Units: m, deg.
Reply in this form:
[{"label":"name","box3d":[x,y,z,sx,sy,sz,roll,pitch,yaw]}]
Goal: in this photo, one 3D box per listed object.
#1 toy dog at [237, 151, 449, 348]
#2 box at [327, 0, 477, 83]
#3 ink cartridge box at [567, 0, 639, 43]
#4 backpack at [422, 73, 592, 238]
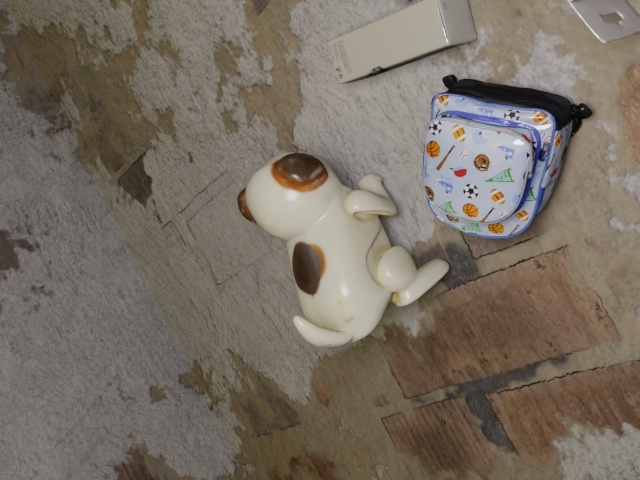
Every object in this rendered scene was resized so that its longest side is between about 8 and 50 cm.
[{"label":"toy dog","box3d":[0.000,0.000,1.419,0.408,0.395,0.284,56,145,-4]},{"label":"box","box3d":[0.152,-0.389,1.288,0.275,0.113,0.094,-6,104,46]},{"label":"ink cartridge box","box3d":[0.383,-0.469,0.959,0.353,0.207,0.119,57,137,7]},{"label":"backpack","box3d":[0.307,-0.134,1.196,0.276,0.213,0.263,22,133,32]}]
